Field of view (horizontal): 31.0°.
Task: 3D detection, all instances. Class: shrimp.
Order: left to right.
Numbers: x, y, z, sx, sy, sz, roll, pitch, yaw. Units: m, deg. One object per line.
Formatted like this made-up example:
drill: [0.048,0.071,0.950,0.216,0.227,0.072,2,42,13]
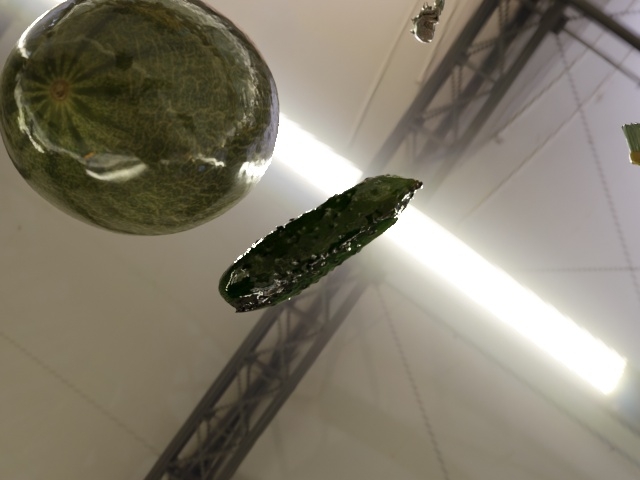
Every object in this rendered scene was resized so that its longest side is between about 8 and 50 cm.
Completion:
shrimp: [0.128,-0.268,1.402,0.029,0.038,0.092,41,-131,-17]

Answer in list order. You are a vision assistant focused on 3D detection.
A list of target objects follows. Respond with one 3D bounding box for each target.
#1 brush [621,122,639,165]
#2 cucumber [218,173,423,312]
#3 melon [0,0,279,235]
brush: [0.416,-0.055,1.351,0.083,0.011,0.205,-7,-117,0]
cucumber: [0.000,0.000,1.112,0.227,0.069,0.069,-32,-110,13]
melon: [-0.166,-0.121,1.091,0.237,0.237,0.301,51,-163,13]
